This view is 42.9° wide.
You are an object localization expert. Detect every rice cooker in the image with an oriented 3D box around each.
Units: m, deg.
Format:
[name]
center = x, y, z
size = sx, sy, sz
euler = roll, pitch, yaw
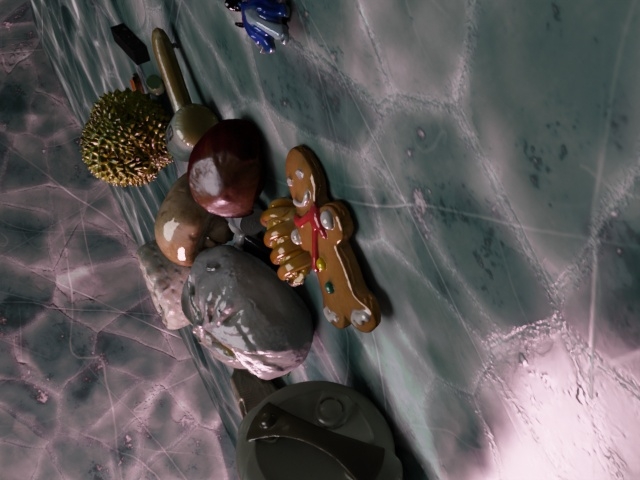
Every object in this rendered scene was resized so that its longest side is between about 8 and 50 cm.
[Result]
[rice cooker]
center = -0.005, 0.473, 1.635
size = 0.335, 0.335, 0.325
euler = 51, 155, 36

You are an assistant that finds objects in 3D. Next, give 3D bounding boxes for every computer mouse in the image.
[computer mouse]
center = -0.148, 0.494, 2.311
size = 0.429, 0.145, 0.228
euler = -120, 9, -54

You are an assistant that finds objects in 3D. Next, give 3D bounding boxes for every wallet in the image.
[wallet]
center = -0.131, 0.074, 1.869
size = 0.124, 0.025, 0.244
euler = 34, 154, 9

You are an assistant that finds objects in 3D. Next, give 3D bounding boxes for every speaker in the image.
[speaker]
center = -0.521, -0.537, 2.227
size = 0.191, 0.040, 0.046
euler = 46, 155, 44

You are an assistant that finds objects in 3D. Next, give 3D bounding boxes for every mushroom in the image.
[mushroom]
center = -0.291, -0.055, 1.945
size = 0.255, 0.184, 0.255
euler = 9, -90, -85

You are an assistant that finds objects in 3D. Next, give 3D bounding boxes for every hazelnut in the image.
[hazelnut]
center = -0.180, -0.146, 1.649
size = 0.170, 0.160, 0.202
euler = 44, 116, 22

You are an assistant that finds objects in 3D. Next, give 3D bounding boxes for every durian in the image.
[durian]
center = -0.518, -0.278, 2.188
size = 0.224, 0.291, 0.291
euler = 33, 145, 31

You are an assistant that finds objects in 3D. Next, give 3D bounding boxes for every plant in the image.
[plant]
center = -0.431, -0.402, 2.141
size = 0.102, 0.051, 0.051
euler = 143, 102, -84

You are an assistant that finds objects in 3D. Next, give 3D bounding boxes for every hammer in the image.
[hammer]
center = -0.326, -0.338, 1.864
size = 0.202, 0.113, 0.306
euler = -17, 92, 68

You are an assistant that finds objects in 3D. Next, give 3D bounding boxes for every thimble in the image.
[thimble]
center = -0.445, 0.128, 2.576
size = 0.291, 0.195, 0.291
euler = 59, 164, 29

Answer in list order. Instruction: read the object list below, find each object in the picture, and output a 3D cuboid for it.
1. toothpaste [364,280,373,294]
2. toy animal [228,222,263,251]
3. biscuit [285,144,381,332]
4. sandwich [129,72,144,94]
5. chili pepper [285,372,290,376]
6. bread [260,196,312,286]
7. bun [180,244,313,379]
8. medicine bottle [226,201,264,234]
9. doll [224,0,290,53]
[toothpaste]
center = 0.062, 0.071, 1.429
size = 0.083, 0.020, 0.017
euler = 49, 153, 41
[toy animal]
center = -0.176, 0.004, 1.903
size = 0.071, 0.085, 0.124
euler = 56, 145, 23
[biscuit]
center = 0.000, 0.000, 1.428
size = 0.216, 0.047, 0.340
euler = -11, 98, 65
[sandwich]
center = -0.542, -0.449, 2.412
size = 0.069, 0.026, 0.101
euler = -133, 30, -53
[chili pepper]
center = -0.096, 0.329, 2.139
size = 0.118, 0.035, 0.056
euler = -144, 47, -72
[bread]
center = -0.062, 0.004, 1.590
size = 0.177, 0.084, 0.119
euler = 68, 161, 8
[bun]
center = -0.181, 0.175, 1.835
size = 0.354, 0.194, 0.354
euler = 34, 151, 22
[medicine bottle]
center = -0.176, -0.069, 1.802
size = 0.130, 0.080, 0.080
euler = 43, 150, 49
[doll]
center = -0.090, -0.352, 1.274
size = 0.195, 0.070, 0.096
euler = 52, 126, 43
